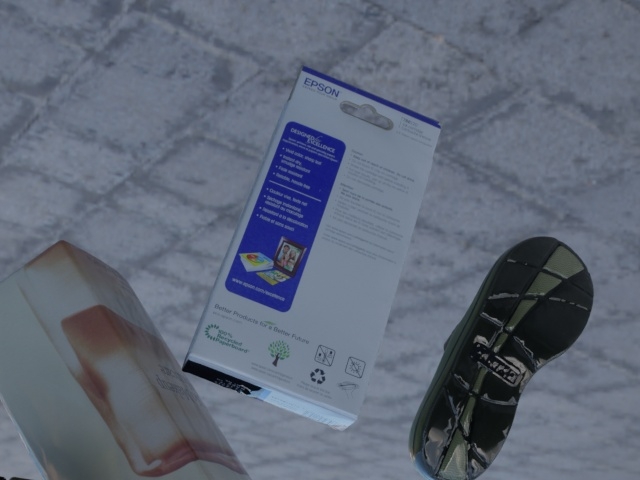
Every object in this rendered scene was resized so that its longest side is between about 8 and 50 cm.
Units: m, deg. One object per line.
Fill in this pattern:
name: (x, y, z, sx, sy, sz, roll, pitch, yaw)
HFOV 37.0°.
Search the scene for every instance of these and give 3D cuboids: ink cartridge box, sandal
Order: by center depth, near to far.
ink cartridge box: (0.000, 0.000, 0.928, 0.166, 0.332, 0.065, 22, 154, -5)
sandal: (0.176, 0.115, 1.000, 0.120, 0.302, 0.086, 43, 161, -11)

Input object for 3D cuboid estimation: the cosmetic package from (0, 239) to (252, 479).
cosmetic package: (-0.191, 0.162, 0.892, 0.129, 0.296, 0.153, -36, 159, 0)

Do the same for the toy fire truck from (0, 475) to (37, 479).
toy fire truck: (-0.256, 0.319, 0.689, 0.159, 0.246, 0.217, 12, -163, -9)
